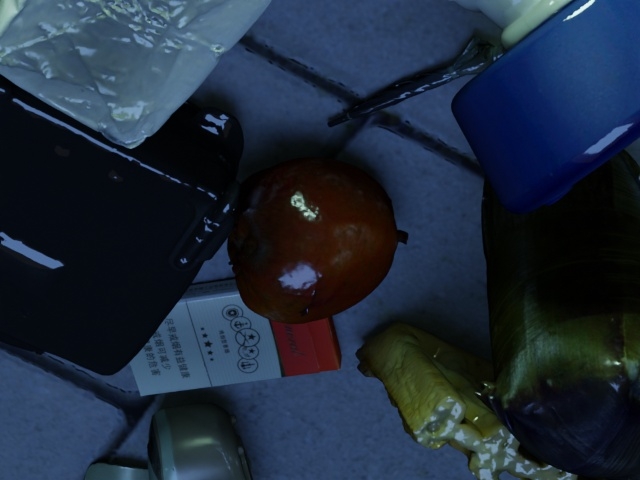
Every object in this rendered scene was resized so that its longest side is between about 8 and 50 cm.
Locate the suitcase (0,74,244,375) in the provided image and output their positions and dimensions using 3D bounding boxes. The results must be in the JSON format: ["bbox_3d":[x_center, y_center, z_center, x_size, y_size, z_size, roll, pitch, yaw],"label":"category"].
[{"bbox_3d":[-0.286,-0.041,1.940,0.345,0.188,0.339,26,121,-19],"label":"suitcase"}]

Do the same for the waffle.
[{"bbox_3d":[0.224,0.213,2.063,0.348,0.304,0.077,25,100,-15],"label":"waffle"}]

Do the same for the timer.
[{"bbox_3d":[0.180,-0.246,1.731,0.270,0.270,0.383,-37,90,24],"label":"timer"}]

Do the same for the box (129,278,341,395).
[{"bbox_3d":[-0.107,0.108,2.138,0.245,0.035,0.139,-10,125,8],"label":"box"}]

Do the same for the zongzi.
[{"bbox_3d":[0.343,0.104,1.942,0.208,0.403,0.432,-31,132,30],"label":"zongzi"}]

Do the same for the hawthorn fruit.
[{"bbox_3d":[0.000,0.000,1.976,0.202,0.185,0.185,-3,129,-24],"label":"hawthorn fruit"}]

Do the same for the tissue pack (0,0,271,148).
[{"bbox_3d":[-0.152,-0.293,1.655,0.194,0.356,0.266,32,120,-24],"label":"tissue pack"}]

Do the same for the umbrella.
[{"bbox_3d":[0.123,-0.174,1.929,0.269,0.044,0.044,-22,92,15],"label":"umbrella"}]

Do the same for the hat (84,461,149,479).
[{"bbox_3d":[-0.241,0.351,2.298,0.122,0.081,0.166,9,116,-9],"label":"hat"}]

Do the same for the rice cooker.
[{"bbox_3d":[-0.142,0.287,2.205,0.127,0.145,0.206,-17,127,1],"label":"rice cooker"}]
